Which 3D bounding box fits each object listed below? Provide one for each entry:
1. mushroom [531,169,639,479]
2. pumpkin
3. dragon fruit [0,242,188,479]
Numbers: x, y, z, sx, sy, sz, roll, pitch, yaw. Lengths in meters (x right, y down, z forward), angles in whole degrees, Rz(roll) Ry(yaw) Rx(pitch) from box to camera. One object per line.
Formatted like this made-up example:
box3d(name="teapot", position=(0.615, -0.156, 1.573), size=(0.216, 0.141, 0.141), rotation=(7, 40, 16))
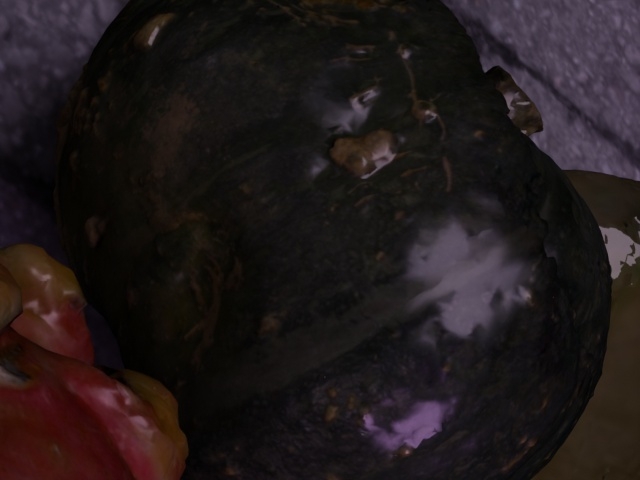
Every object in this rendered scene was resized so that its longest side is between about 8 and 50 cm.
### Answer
box3d(name="mushroom", position=(0.159, 0.093, 1.200), size=(0.292, 0.212, 0.217), rotation=(27, 47, -40))
box3d(name="pumpkin", position=(0.000, 0.000, 1.002), size=(0.328, 0.257, 0.291), rotation=(59, 1, 8))
box3d(name="dragon fruit", position=(-0.172, 0.118, 0.795), size=(0.314, 0.296, 0.263), rotation=(44, 52, -22))
